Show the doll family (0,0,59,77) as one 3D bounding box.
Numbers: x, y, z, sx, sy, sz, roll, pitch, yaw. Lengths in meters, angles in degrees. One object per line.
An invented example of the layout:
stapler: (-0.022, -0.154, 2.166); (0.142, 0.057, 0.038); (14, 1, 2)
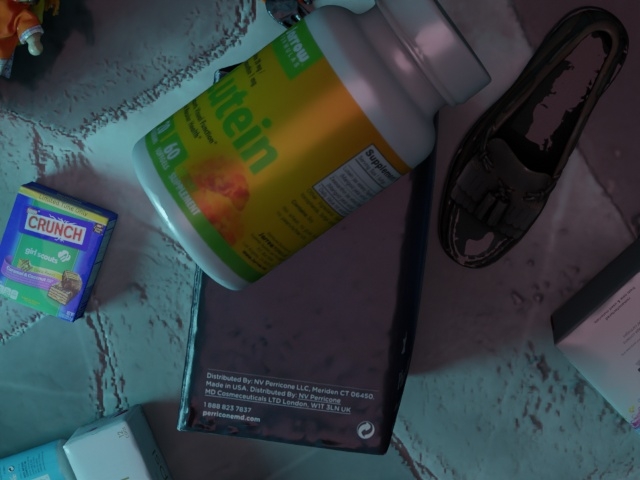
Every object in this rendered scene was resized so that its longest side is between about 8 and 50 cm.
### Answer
doll family: (-0.324, -0.248, 1.663); (0.263, 0.118, 0.163); (38, 107, 17)

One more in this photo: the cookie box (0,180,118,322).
cookie box: (-0.252, 0.010, 1.715); (0.091, 0.040, 0.107); (20, 99, 3)

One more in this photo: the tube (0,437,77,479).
tube: (-0.329, 0.249, 1.756); (0.207, 0.052, 0.080); (-21, 91, 13)

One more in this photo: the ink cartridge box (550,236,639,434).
ink cartridge box: (0.311, 0.103, 1.636); (0.127, 0.128, 0.176); (-42, 94, 9)

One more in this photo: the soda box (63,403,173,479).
soda box: (-0.165, 0.271, 1.729); (0.069, 0.074, 0.216); (-22, 96, 8)

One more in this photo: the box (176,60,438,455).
box: (0.000, 0.000, 1.562); (0.182, 0.296, 0.294); (6, 99, 4)

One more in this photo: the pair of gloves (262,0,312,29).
pair of gloves: (-0.016, -0.234, 1.674); (0.074, 0.010, 0.083); (38, 100, -1)

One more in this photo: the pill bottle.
pill bottle: (-0.003, -0.085, 1.334); (0.245, 0.136, 0.136); (-36, 94, 8)

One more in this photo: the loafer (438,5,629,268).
loafer: (0.186, -0.091, 1.640); (0.096, 0.084, 0.268); (30, 100, 0)
